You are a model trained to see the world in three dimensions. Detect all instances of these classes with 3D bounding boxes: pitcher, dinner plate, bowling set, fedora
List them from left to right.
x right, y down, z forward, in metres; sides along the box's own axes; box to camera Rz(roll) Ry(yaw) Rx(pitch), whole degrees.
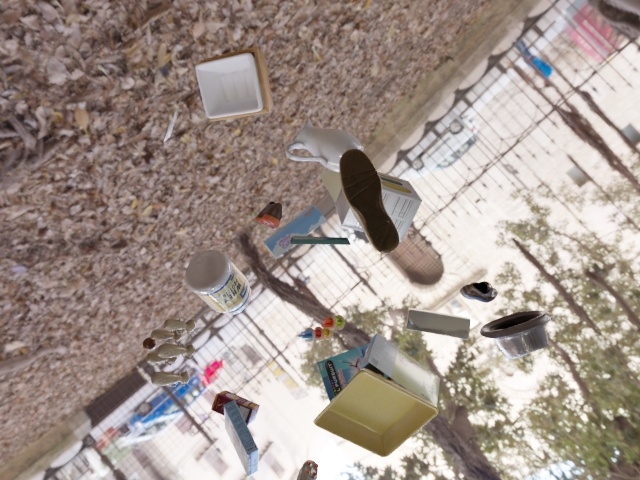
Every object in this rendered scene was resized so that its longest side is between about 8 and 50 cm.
[{"bbox_3d":[-0.606,0.421,1.854,0.154,0.200,0.287,13,94,-43],"label":"bowling set"},{"bbox_3d":[-0.581,-0.447,1.796,0.141,0.017,0.141,-50,-151,40],"label":"dinner plate"},{"bbox_3d":[0.011,-0.278,1.431,0.178,0.207,0.125,-54,164,-33],"label":"pitcher"},{"bbox_3d":[0.709,0.341,1.640,0.243,0.124,0.275,-19,173,-6],"label":"fedora"}]

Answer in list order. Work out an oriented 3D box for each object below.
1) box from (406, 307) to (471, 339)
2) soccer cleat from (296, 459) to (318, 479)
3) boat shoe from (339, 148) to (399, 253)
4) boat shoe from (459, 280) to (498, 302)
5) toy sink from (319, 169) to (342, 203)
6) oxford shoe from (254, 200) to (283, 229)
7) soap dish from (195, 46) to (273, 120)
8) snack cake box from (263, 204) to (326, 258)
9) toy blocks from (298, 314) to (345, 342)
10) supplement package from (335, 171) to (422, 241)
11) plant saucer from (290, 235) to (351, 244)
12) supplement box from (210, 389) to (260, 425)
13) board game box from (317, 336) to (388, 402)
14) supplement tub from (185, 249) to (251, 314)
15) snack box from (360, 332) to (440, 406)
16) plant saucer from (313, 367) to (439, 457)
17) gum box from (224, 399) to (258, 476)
[{"bbox_3d":[0.534,0.376,2.096,0.113,0.275,0.094,13,85,-77],"label":"box"},{"bbox_3d":[-0.048,0.715,1.292,0.076,0.068,0.196,-62,-177,35],"label":"soccer cleat"},{"bbox_3d":[0.128,-0.108,1.291,0.109,0.302,0.098,-26,-171,-4],"label":"boat shoe"},{"bbox_3d":[0.602,0.187,1.702,0.183,0.066,0.066,4,141,-34],"label":"boat shoe"},{"bbox_3d":[0.113,-0.235,2.128,0.131,0.234,0.153,-30,-175,17],"label":"toy sink"},{"bbox_3d":[-0.206,-0.108,1.943,0.098,0.097,0.271,-64,-161,-7],"label":"oxford shoe"},{"bbox_3d":[-0.321,-0.588,1.749,0.291,0.229,0.118,1,-159,29],"label":"soap dish"},{"bbox_3d":[-0.111,-0.035,1.949,0.264,0.089,0.152,-38,-177,-6],"label":"snack cake box"},{"bbox_3d":[0.003,0.312,1.632,0.148,0.054,0.123,7,134,-50],"label":"toy blocks"},{"bbox_3d":[0.224,-0.151,1.835,0.199,0.262,0.198,-102,-150,-59],"label":"supplement package"},{"bbox_3d":[0.000,0.000,1.476,0.067,0.192,0.018,-106,-162,-79],"label":"plant saucer"},{"bbox_3d":[-0.386,0.761,2.099,0.104,0.188,0.081,33,75,-76],"label":"supplement box"},{"bbox_3d":[0.183,0.609,2.052,0.336,0.254,0.079,-22,160,6],"label":"board game box"},{"bbox_3d":[-0.482,0.210,2.226,0.228,0.228,0.316,-42,146,-10],"label":"supplement tub"},{"bbox_3d":[0.320,0.525,1.813,0.060,0.322,0.187,-55,179,31],"label":"snack box"},{"bbox_3d":[0.194,0.607,1.660,0.333,0.333,0.081,-54,-167,27],"label":"plant saucer"},{"bbox_3d":[-0.256,0.636,1.484,0.041,0.184,0.157,-17,136,-27],"label":"gum box"}]
